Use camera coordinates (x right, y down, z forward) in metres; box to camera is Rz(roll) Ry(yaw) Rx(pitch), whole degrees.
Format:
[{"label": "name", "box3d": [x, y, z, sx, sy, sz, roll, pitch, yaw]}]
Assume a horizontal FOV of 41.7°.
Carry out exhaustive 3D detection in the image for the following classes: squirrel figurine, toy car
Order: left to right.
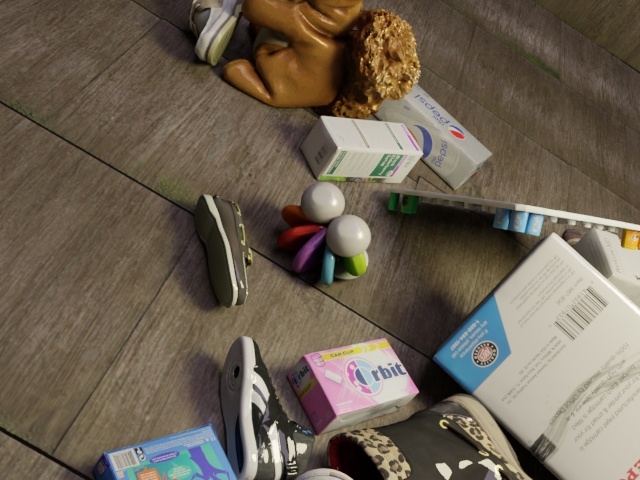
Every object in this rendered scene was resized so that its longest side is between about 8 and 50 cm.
[{"label": "toy car", "box3d": [0.000, 0.000, 1.457, 0.136, 0.159, 0.182, -32, 70, -14]}, {"label": "squirrel figurine", "box3d": [0.040, -0.446, 1.742, 0.397, 0.370, 0.281, 33, 38, -5]}]

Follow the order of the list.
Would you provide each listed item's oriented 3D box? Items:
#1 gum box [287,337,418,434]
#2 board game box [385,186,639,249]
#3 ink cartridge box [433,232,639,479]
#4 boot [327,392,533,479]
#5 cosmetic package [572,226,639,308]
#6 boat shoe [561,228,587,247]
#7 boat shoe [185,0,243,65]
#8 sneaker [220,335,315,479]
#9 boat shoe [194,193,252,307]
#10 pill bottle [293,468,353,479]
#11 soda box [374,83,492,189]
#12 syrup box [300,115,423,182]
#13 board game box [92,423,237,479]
[{"label": "gum box", "box3d": [0.056, 0.223, 1.312, 0.188, 0.062, 0.107, -5, 54, -41]}, {"label": "board game box", "box3d": [0.389, -0.043, 1.666, 0.390, 0.050, 0.390, 7, 4, -33]}, {"label": "ink cartridge box", "box3d": [0.426, 0.225, 1.394, 0.395, 0.285, 0.166, 44, 3, 9]}, {"label": "boot", "box3d": [0.196, 0.393, 1.185, 0.284, 0.138, 0.377, 0, 47, -39]}, {"label": "cosmetic package", "box3d": [0.633, 0.094, 1.820, 0.184, 0.151, 0.151, 20, 40, -21]}, {"label": "boat shoe", "box3d": [0.685, 0.049, 1.953, 0.285, 0.102, 0.092, 21, 45, -10]}, {"label": "boat shoe", "box3d": [-0.231, -0.460, 1.770, 0.103, 0.113, 0.302, 26, 29, -11]}, {"label": "sneaker", "box3d": [-0.071, 0.245, 1.189, 0.121, 0.079, 0.216, 16, 50, -29]}, {"label": "boat shoe", "box3d": [-0.145, 0.013, 1.359, 0.069, 0.081, 0.227, 5, 45, -29]}, {"label": "pill bottle", "box3d": [0.000, 0.370, 1.025, 0.112, 0.112, 0.186, 34, 11, -3]}, {"label": "soda box", "box3d": [0.250, -0.252, 1.932, 0.286, 0.091, 0.098, 45, 37, 9]}, {"label": "syrup box", "box3d": [0.088, -0.185, 1.734, 0.237, 0.093, 0.096, 0, 51, -38]}, {"label": "board game box", "box3d": [-0.164, 0.342, 1.031, 0.160, 0.047, 0.210, -5, 54, -42]}]
